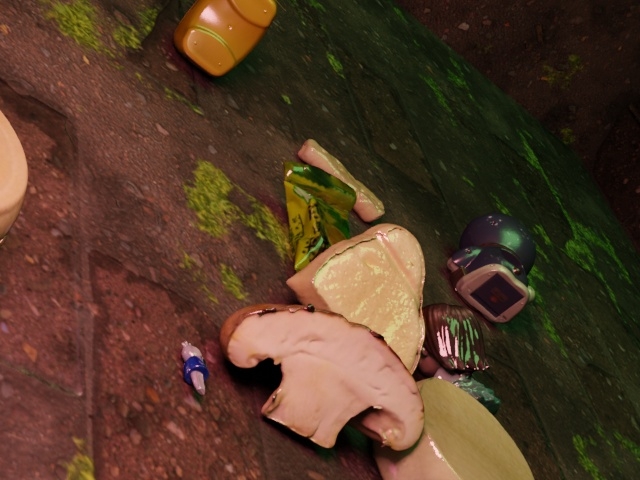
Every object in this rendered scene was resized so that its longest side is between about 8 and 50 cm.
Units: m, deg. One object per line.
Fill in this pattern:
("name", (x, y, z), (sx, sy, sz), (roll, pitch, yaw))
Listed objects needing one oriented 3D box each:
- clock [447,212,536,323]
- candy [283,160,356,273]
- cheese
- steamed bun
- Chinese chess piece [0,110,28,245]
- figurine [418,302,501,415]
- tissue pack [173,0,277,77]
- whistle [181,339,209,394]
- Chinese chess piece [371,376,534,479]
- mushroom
("clock", (0.348, 0.050, 2.171), (0.200, 0.146, 0.243), (37, 31, -13))
("candy", (0.000, 0.000, 1.703), (0.149, 0.069, 0.246), (26, 42, -36))
("cheese", (0.039, -0.108, 1.995), (0.194, 0.043, 0.065), (43, 24, -10))
("steamed bun", (0.068, 0.080, 1.609), (0.231, 0.110, 0.212), (51, 55, -17))
("Chinese chess piece", (-0.411, -0.088, 1.064), (0.273, 0.102, 0.273), (39, 23, -20))
("figurine", (0.203, 0.202, 1.696), (0.138, 0.110, 0.245), (20, 42, -43))
("tissue pack", (-0.164, -0.373, 1.896), (0.123, 0.178, 0.127), (40, 5, -19))
("whistle", (-0.142, 0.147, 1.259), (0.033, 0.029, 0.083), (51, 9, -35))
("Chinese chess piece", (0.180, 0.304, 1.480), (0.250, 0.101, 0.250), (39, 24, -20))
("mushroom", (-0.005, 0.159, 1.381), (0.286, 0.156, 0.151), (33, -2, -19))
